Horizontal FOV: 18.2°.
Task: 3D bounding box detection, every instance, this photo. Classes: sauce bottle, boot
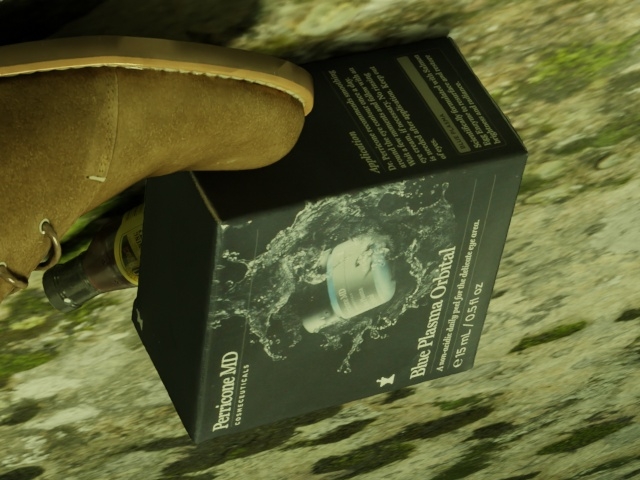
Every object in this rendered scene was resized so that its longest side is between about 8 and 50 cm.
[{"bbox_3d":[-0.088,0.001,1.040,0.128,0.042,0.042,-29,161,25],"label":"sauce bottle"},{"bbox_3d":[-0.130,-0.019,0.778,0.305,0.115,0.112,-7,171,-36],"label":"boot"}]

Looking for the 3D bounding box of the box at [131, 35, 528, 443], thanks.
[{"bbox_3d":[0.000,0.000,0.963,0.158,0.093,0.156,-13,139,-21],"label":"box"}]
